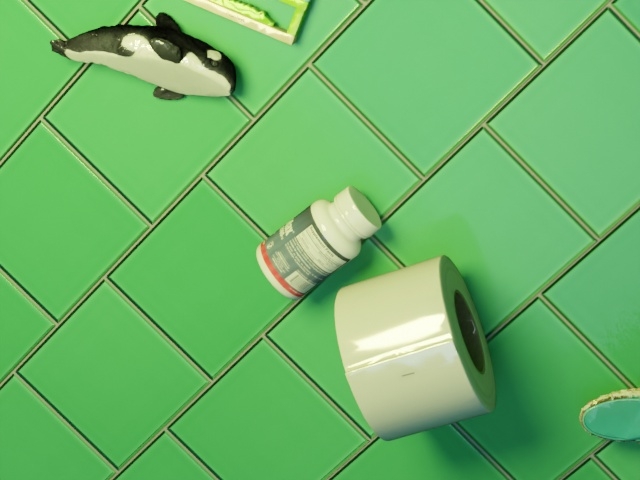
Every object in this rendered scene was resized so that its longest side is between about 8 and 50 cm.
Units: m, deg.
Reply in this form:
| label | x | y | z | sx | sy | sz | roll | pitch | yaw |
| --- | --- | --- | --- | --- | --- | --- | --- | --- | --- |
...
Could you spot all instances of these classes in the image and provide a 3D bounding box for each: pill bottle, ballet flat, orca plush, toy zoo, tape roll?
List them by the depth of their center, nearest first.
| label | x | y | z | sx | sy | sz | roll | pitch | yaw |
| --- | --- | --- | --- | --- | --- | --- | --- | --- | --- |
| toy zoo | -0.075 | -0.460 | 1.912 | 0.192 | 0.030 | 0.293 | 23 | 109 | 4 |
| tape roll | 0.145 | 0.161 | 1.937 | 0.169 | 0.246 | 0.246 | -18 | 102 | 15 |
| ballet flat | 0.518 | 0.256 | 1.975 | 0.241 | 0.077 | 0.091 | -8 | 103 | 16 |
| orca plush | -0.259 | -0.296 | 1.988 | 0.287 | 0.102 | 0.151 | 6 | 152 | 20 |
| pill bottle | 0.000 | 0.000 | 1.991 | 0.180 | 0.108 | 0.108 | -37 | 96 | 18 |
